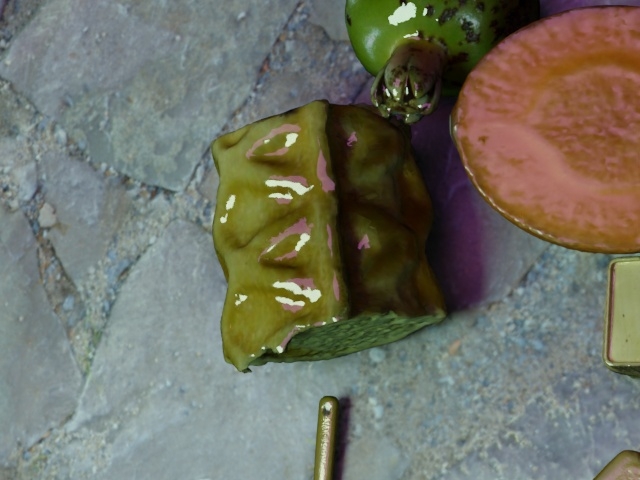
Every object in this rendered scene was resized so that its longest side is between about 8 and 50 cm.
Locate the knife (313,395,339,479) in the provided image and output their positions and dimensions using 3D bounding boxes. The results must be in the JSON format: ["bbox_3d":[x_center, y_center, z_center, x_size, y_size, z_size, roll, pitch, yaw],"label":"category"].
[{"bbox_3d":[-0.008,0.288,2.015,0.046,0.022,0.256,2,80,21],"label":"knife"}]

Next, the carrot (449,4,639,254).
[{"bbox_3d":[0.278,-0.109,1.884,0.307,0.100,0.258,3,78,4],"label":"carrot"}]

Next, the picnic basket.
[{"bbox_3d":[0.354,0.075,1.858,0.164,0.079,0.115,0,76,28],"label":"picnic basket"}]

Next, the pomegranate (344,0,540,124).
[{"bbox_3d":[0.117,-0.217,1.993,0.202,0.202,0.248,-5,47,26],"label":"pomegranate"}]

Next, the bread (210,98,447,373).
[{"bbox_3d":[0.006,-0.002,1.996,0.196,0.238,0.252,-41,58,55],"label":"bread"}]

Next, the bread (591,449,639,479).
[{"bbox_3d":[0.287,0.258,1.852,0.082,0.056,0.115,37,87,30],"label":"bread"}]
